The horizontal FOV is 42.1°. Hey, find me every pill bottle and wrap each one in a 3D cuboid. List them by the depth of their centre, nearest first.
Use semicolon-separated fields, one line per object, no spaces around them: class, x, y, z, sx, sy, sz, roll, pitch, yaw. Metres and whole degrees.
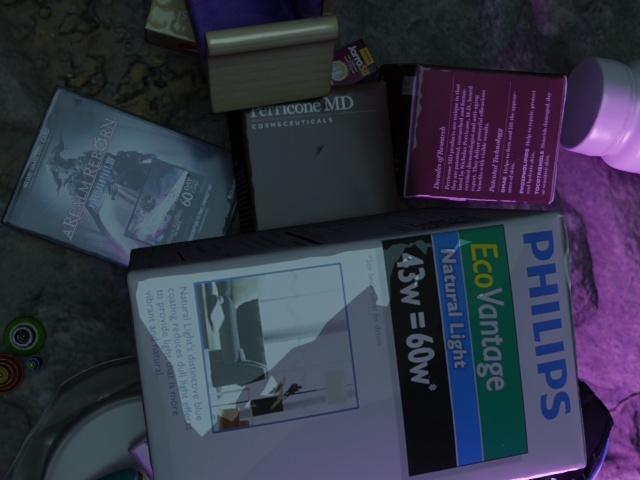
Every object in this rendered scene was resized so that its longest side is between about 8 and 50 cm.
pill bottle;0.497;-0.170;1.188;0.283;0.160;0.160;9;83;-11

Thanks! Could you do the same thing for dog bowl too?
dog bowl;-0.212;0.312;1.028;0.349;0.102;0.348;1;85;-12

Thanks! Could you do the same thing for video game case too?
video game case;-0.249;-0.065;1.093;0.274;0.026;0.196;21;81;-10

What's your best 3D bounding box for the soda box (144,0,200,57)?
soda box;-0.141;-0.278;1.116;0.181;0.058;0.061;14;83;-11

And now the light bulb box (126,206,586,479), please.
light bulb box;0.005;0.098;0.816;0.361;0.358;0.225;-8;94;-12

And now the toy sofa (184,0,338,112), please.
toy sofa;-0.097;-0.342;0.994;0.150;0.177;0.362;-11;56;-12

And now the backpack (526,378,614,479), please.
backpack;0.227;0.265;1.071;0.276;0.213;0.263;44;86;-11

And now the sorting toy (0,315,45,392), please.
sorting toy;-0.380;0.145;1.038;0.061;0.042;0.102;26;80;-9

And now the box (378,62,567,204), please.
box;0.189;-0.144;1.101;0.203;0.168;0.167;2;101;-11

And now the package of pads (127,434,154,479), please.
package of pads;-0.179;0.239;0.973;0.083;0.032;0.050;-37;94;-12

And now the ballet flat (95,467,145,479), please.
ballet flat;-0.289;0.340;0.929;0.231;0.077;0.077;-29;112;-10

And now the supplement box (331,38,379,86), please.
supplement box;0.031;-0.235;1.156;0.083;0.043;0.055;-30;91;-13

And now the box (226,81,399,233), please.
box;0.000;0.000;1.067;0.191;0.143;0.381;-7;90;-13
